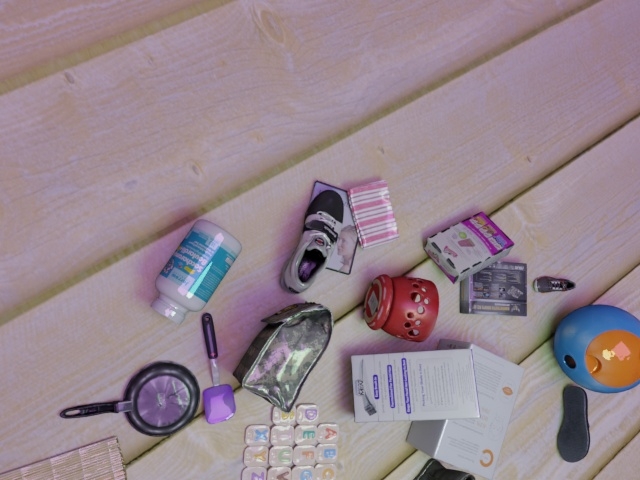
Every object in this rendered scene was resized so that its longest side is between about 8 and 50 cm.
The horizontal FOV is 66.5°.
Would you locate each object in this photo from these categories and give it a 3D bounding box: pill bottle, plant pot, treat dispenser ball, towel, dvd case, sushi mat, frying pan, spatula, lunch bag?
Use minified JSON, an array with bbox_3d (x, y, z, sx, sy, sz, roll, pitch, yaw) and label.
[{"bbox_3d":[-0.334,0.086,1.291,0.146,0.146,0.264,34,75,-12],"label":"pill bottle"},{"bbox_3d":[0.234,0.193,1.448,0.174,0.191,0.191,15,80,-13],"label":"plant pot"},{"bbox_3d":[0.927,0.355,1.608,0.289,0.288,0.287,2,84,-18],"label":"treat dispenser ball"},{"bbox_3d":[0.168,-0.080,1.518,0.144,0.029,0.196,-17,95,-26],"label":"towel"},{"bbox_3d":[0.037,-0.038,1.491,0.181,0.022,0.252,17,79,-16],"label":"dvd case"},{"bbox_3d":[-0.649,0.609,1.203,0.317,0.019,0.151,-13,88,-19],"label":"sushi mat"},{"bbox_3d":[-0.474,0.400,1.269,0.326,0.053,0.197,20,78,-19],"label":"frying pan"},{"bbox_3d":[-0.291,0.346,1.340,0.084,0.030,0.296,-7,87,-20],"label":"spatula"},{"bbox_3d":[-0.093,0.281,1.304,0.169,0.235,0.287,35,75,-9],"label":"lunch bag"}]

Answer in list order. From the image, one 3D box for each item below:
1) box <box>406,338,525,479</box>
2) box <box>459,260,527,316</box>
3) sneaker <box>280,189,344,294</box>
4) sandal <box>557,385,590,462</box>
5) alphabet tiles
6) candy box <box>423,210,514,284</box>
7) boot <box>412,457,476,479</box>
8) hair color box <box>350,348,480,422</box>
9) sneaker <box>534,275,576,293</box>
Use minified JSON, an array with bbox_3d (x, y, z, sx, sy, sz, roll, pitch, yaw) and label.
[{"bbox_3d":[0.443,0.506,1.496,0.215,0.168,0.345,27,77,-15],"label":"box"},{"bbox_3d":[0.581,0.159,1.634,0.231,0.056,0.182,4,84,-17],"label":"box"},{"bbox_3d":[0.000,0.000,1.389,0.123,0.146,0.330,24,77,-14],"label":"sneaker"},{"bbox_3d":[0.880,0.632,1.674,0.055,0.097,0.254,19,78,-43],"label":"sandal"},{"bbox_3d":[-0.080,0.611,1.390,0.278,0.021,0.283,7,82,-18],"label":"alphabet tiles"},{"bbox_3d":[0.476,0.020,1.569,0.234,0.071,0.159,-24,58,-19],"label":"candy box"},{"bbox_3d":[0.346,0.738,1.419,0.076,0.208,0.189,35,75,-13],"label":"boot"},{"bbox_3d":[0.263,0.412,1.381,0.339,0.110,0.185,-6,72,11],"label":"hair color box"},{"bbox_3d":[0.826,0.153,1.711,0.158,0.065,0.061,-2,85,-19],"label":"sneaker"}]
